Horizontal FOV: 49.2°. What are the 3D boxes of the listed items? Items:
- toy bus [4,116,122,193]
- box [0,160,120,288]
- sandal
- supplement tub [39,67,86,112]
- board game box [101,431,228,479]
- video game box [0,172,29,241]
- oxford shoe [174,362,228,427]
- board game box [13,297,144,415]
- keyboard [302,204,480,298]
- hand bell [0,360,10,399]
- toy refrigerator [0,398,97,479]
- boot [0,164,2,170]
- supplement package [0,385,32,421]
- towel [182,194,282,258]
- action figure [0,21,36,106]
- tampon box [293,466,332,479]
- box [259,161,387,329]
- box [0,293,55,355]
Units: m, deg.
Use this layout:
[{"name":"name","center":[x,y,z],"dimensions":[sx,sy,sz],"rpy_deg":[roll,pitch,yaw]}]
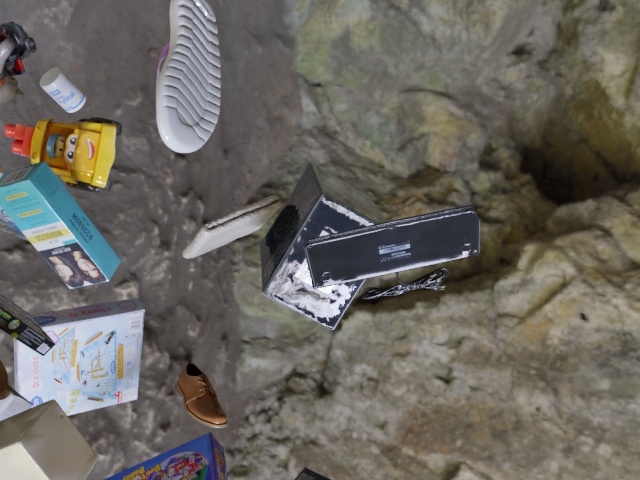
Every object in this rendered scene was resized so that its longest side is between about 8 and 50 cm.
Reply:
[{"name":"toy bus","center":[-0.519,-0.186,1.395],"dimensions":[0.220,0.211,0.149],"rpy_deg":[11,-91,63]},{"name":"box","center":[-0.479,-0.022,1.272],"dimensions":[0.060,0.100,0.244],"rpy_deg":[-74,145,-47]},{"name":"sandal","center":[-0.296,-0.355,1.503],"dimensions":[0.169,0.102,0.416],"rpy_deg":[37,47,-47]},{"name":"supplement tub","center":[-0.685,-0.399,1.862],"dimensions":[0.107,0.071,0.071],"rpy_deg":[50,49,-50]},{"name":"board game box","center":[-0.388,0.635,1.658],"dimensions":[0.233,0.347,0.078],"rpy_deg":[-110,175,-50]},{"name":"video game box","center":[-0.658,-0.076,1.445],"dimensions":[0.187,0.205,0.048],"rpy_deg":[-41,-150,53]},{"name":"oxford shoe","center":[-0.273,0.355,1.608],"dimensions":[0.076,0.212,0.076],"rpy_deg":[6,110,-40]},{"name":"board game box","center":[-0.638,0.320,1.850],"dimensions":[0.318,0.066,0.319],"rpy_deg":[-7,123,-33]},{"name":"keyboard","center":[0.136,0.034,1.277],"dimensions":[0.033,0.317,0.201],"rpy_deg":[-100,179,-47]},{"name":"hand bell","center":[-0.537,0.150,1.077],"dimensions":[0.126,0.242,0.126],"rpy_deg":[-31,148,-22]},{"name":"toy refrigerator","center":[-0.427,0.302,0.885],"dimensions":[0.102,0.269,0.094],"rpy_deg":[60,18,-17]},{"name":"boot","center":[-0.848,-0.108,1.687],"dimensions":[0.211,0.295,0.104],"rpy_deg":[-51,142,-18]},{"name":"supplement package","center":[-0.682,0.265,1.254],"dimensions":[0.145,0.262,0.204],"rpy_deg":[-53,180,-22]},{"name":"towel","center":[-0.251,-0.042,2.000],"dimensions":[0.282,0.049,0.187],"rpy_deg":[-26,170,-37]},{"name":"action figure","center":[-0.826,-0.450,1.603],"dimensions":[0.178,0.341,0.330],"rpy_deg":[-52,122,-31]},{"name":"tampon box","center":[0.004,0.679,1.792],"dimensions":[0.101,0.161,0.120],"rpy_deg":[-44,123,-30]},{"name":"box","center":[0.000,0.000,1.851],"dimensions":[0.293,0.212,0.395],"rpy_deg":[-58,-166,13]},{"name":"box","center":[-0.611,0.144,1.356],"dimensions":[0.036,0.114,0.207],"rpy_deg":[-46,150,-13]}]
